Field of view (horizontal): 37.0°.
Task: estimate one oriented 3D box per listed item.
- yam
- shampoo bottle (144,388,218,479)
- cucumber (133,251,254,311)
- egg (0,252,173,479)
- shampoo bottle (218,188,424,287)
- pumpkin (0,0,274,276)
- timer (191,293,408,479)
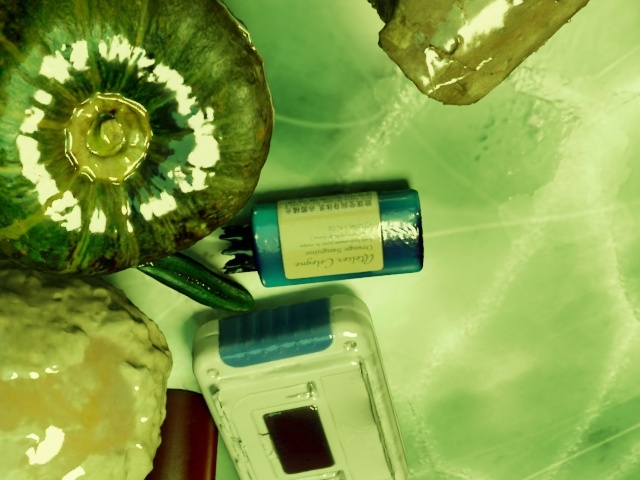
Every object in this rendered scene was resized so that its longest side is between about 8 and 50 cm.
[{"bbox_3d":[0.148,-0.209,0.686,0.238,0.128,0.129,-45,81,18],"label":"yam"},{"bbox_3d":[-0.150,0.249,0.897,0.102,0.260,0.064,2,123,-5],"label":"shampoo bottle"},{"bbox_3d":[-0.105,0.038,0.846,0.036,0.033,0.184,17,170,29],"label":"cucumber"},{"bbox_3d":[-0.279,0.140,0.823,0.310,0.279,0.279,-14,123,10],"label":"egg"},{"bbox_3d":[0.000,0.000,0.862,0.183,0.050,0.087,-6,127,1],"label":"shampoo bottle"},{"bbox_3d":[-0.170,-0.100,0.719,0.260,0.189,0.260,-11,117,-21],"label":"pumpkin"},{"bbox_3d":[-0.015,0.177,0.958,0.178,0.078,0.253,-13,127,5],"label":"timer"}]
